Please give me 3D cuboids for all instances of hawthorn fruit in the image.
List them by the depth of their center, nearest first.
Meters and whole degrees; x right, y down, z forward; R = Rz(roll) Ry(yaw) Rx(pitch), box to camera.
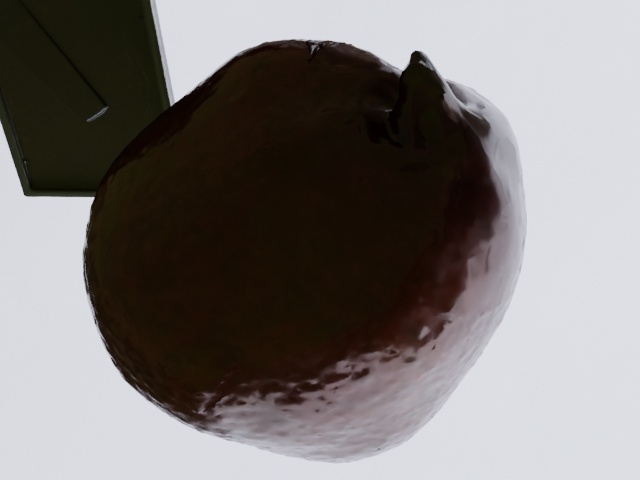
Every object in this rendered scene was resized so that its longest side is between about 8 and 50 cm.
[{"bbox_3d":[0.000,0.007,0.680,0.311,0.295,0.295,-22,-123,23],"label":"hawthorn fruit"}]

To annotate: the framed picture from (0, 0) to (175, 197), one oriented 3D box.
[{"bbox_3d":[-0.189,-0.121,0.768,0.150,0.203,0.015,0,-144,10],"label":"framed picture"}]
